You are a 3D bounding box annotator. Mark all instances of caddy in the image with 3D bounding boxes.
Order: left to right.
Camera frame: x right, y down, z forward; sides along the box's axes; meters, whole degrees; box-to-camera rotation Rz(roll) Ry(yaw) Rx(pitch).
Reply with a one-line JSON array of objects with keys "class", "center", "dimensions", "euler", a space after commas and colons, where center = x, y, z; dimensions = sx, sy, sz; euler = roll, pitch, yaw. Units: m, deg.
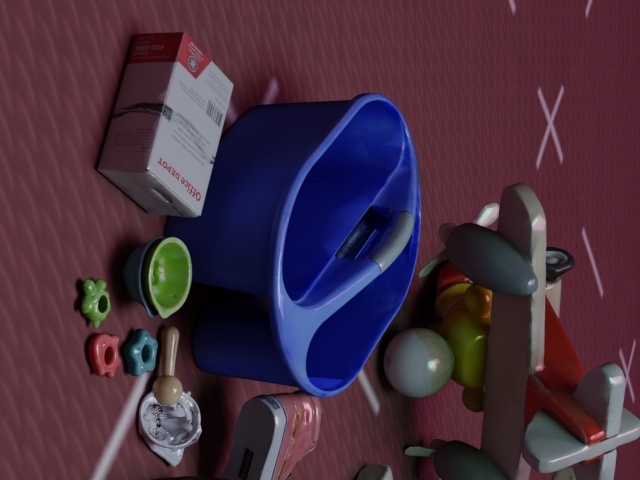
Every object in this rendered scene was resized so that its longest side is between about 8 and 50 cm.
[{"class": "caddy", "center": [0.000, 0.000, 1.474], "dimensions": [0.341, 0.179, 0.241], "euler": [-53, 138, -48]}]

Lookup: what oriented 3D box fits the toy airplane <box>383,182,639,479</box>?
[{"class": "toy airplane", "center": [0.215, 0.160, 1.830], "dimensions": [0.384, 0.272, 0.386], "euler": [116, -30, -74]}]

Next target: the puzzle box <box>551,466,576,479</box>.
[{"class": "puzzle box", "center": [0.259, 0.528, 1.999], "dimensions": [0.272, 0.052, 0.409], "euler": [-47, 155, -65]}]

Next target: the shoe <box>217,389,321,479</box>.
[{"class": "shoe", "center": [-0.054, 0.225, 1.457], "dimensions": [0.081, 0.063, 0.178], "euler": [-5, 120, -51]}]

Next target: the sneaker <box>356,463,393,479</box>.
[{"class": "sneaker", "center": [0.054, 0.331, 1.751], "dimensions": [0.152, 0.058, 0.084], "euler": [-48, 126, -61]}]

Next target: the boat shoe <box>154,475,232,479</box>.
[{"class": "boat shoe", "center": [-0.159, 0.280, 1.239], "dimensions": [0.341, 0.121, 0.110], "euler": [-9, 100, -65]}]

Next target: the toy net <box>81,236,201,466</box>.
[{"class": "toy net", "center": [-0.145, 0.115, 1.338], "dimensions": [0.122, 0.045, 0.232], "euler": [-51, 136, -51]}]

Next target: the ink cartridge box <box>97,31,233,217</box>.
[{"class": "ink cartridge box", "center": [-0.135, -0.100, 1.324], "dimensions": [0.099, 0.056, 0.135], "euler": [46, 52, -56]}]
